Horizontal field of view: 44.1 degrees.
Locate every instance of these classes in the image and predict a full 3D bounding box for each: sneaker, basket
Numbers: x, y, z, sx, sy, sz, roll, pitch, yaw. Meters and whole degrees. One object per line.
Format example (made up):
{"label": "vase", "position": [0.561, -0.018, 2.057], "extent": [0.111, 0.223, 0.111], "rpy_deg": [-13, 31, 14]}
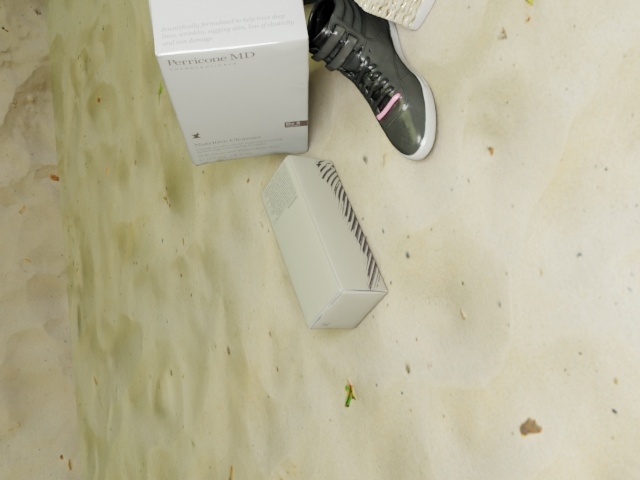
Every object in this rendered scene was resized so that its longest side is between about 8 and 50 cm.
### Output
{"label": "sneaker", "position": [0.063, -0.243, 1.156], "extent": [0.104, 0.146, 0.296], "rpy_deg": [-44, 53, 41]}
{"label": "basket", "position": [0.115, -0.407, 1.134], "extent": [0.167, 0.103, 0.113], "rpy_deg": [-61, 43, 30]}

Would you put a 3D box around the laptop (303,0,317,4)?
{"label": "laptop", "position": [-0.049, -0.524, 1.461], "extent": [0.264, 0.136, 0.234], "rpy_deg": [1, 88, 29]}

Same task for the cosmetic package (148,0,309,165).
{"label": "cosmetic package", "position": [-0.129, -0.268, 1.232], "extent": [0.385, 0.217, 0.156], "rpy_deg": [88, 174, -75]}

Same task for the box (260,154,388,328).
{"label": "box", "position": [0.000, 0.000, 1.266], "extent": [0.113, 0.094, 0.275], "rpy_deg": [-51, 48, 40]}
